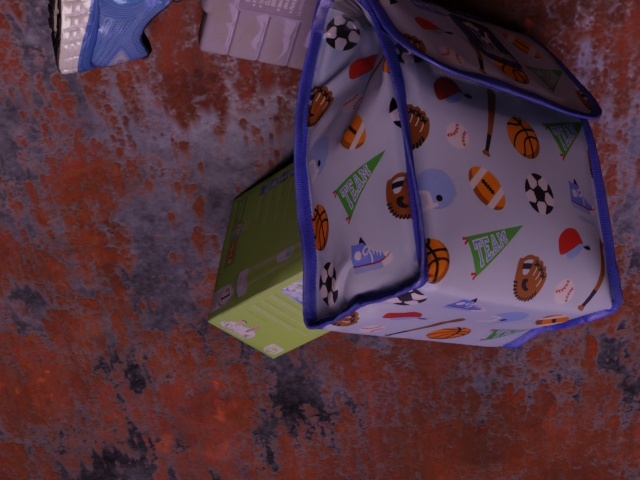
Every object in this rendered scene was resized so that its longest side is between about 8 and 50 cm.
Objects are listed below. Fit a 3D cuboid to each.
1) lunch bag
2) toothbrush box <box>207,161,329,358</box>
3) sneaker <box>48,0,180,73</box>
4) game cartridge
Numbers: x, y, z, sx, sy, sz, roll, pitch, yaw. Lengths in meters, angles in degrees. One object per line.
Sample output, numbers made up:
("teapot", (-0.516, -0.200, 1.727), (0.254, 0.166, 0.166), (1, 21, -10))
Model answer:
("lunch bag", (0.151, -0.094, 1.539), (0.328, 0.385, 0.239), (11, 156, -38))
("toothbrush box", (0.000, 0.000, 1.746), (0.122, 0.206, 0.283), (32, 138, -28))
("sneaker", (-0.225, -0.335, 1.533), (0.147, 0.129, 0.330), (-4, 139, -18))
("game cartridge", (-0.002, -0.351, 1.553), (0.230, 0.068, 0.355), (13, 132, -9))
